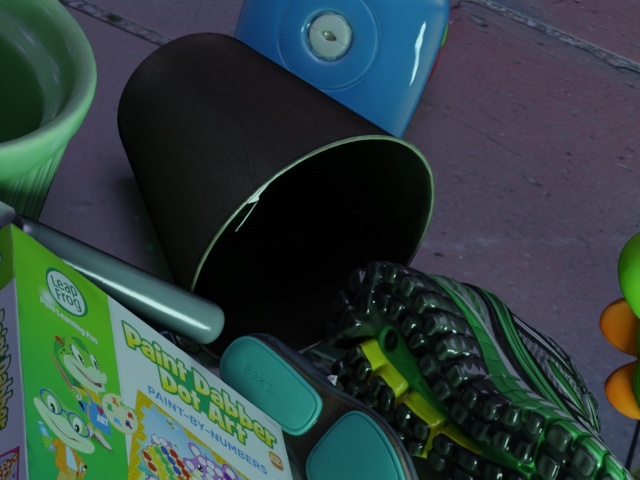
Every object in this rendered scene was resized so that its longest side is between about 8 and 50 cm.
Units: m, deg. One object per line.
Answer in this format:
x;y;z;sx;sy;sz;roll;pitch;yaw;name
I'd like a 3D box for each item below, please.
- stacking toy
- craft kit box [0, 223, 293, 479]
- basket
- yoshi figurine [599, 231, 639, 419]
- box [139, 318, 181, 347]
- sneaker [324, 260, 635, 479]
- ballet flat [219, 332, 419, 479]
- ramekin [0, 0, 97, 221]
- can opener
0.059;-0.200;1.663;0.175;0.166;0.302;25;19;14;stacking toy
-0.100;0.143;1.045;0.250;0.061;0.247;40;18;-35;craft kit box
-0.051;-0.049;1.356;0.154;0.204;0.227;45;5;-42;basket
0.323;0.134;1.137;0.203;0.203;0.362;-29;91;-8;yoshi figurine
-0.128;0.080;1.260;0.067;0.018;0.083;0;39;-29;box
0.151;0.137;1.224;0.146;0.134;0.343;2;41;-41;sneaker
0.011;0.133;1.217;0.074;0.074;0.203;-11;40;-38;ballet flat
-0.319;-0.087;1.279;0.303;0.148;0.303;13;35;-9;ramekin
-0.180;0.025;1.145;0.280;0.074;0.093;27;-3;-32;can opener
